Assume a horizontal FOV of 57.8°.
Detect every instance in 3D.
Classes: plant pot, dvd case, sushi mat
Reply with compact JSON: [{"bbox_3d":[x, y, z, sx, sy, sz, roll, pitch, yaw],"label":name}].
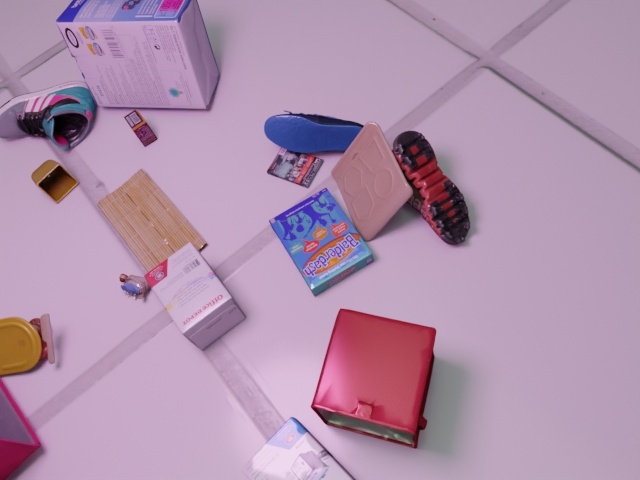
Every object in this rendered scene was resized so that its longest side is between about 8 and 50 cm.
[{"bbox_3d":[-0.710,-0.165,1.529,0.083,0.081,0.081,32,73,34],"label":"plant pot"},{"bbox_3d":[-0.064,-0.185,1.456,0.119,0.013,0.087,21,69,19],"label":"dvd case"},{"bbox_3d":[-0.424,-0.041,1.444,0.151,0.019,0.316,-39,64,-11],"label":"sushi mat"}]

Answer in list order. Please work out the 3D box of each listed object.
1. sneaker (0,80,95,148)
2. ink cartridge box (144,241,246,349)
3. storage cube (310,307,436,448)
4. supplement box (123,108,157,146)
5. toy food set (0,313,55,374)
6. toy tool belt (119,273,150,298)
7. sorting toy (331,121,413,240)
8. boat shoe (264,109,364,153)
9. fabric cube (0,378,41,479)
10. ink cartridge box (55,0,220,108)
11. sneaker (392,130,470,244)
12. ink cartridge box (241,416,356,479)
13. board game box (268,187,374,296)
[{"bbox_3d":[-0.756,-0.316,1.594,0.295,0.124,0.178,-24,52,-3],"label":"sneaker"},{"bbox_3d":[-0.271,0.124,1.271,0.128,0.127,0.176,-36,63,-9],"label":"ink cartridge box"},{"bbox_3d":[0.107,0.262,1.100,0.215,0.184,0.193,11,65,16],"label":"storage cube"},{"bbox_3d":[-0.480,-0.300,1.550,0.043,0.083,0.055,-36,63,-8],"label":"supplement box"},{"bbox_3d":[-0.683,0.231,1.331,0.218,0.071,0.128,-10,96,13],"label":"toy food set"},{"bbox_3d":[-0.442,0.108,1.355,0.083,0.052,0.051,10,57,16],"label":"toy tool belt"},{"bbox_3d":[0.116,-0.133,1.320,0.038,0.193,0.208,-3,57,-36],"label":"sorting toy"},{"bbox_3d":[-0.010,-0.263,1.446,0.258,0.109,0.089,11,25,-2],"label":"boat shoe"},{"bbox_3d":[-0.778,0.392,1.133,0.258,0.259,0.254,-44,63,-9],"label":"fabric cube"},{"bbox_3d":[-0.500,-0.502,1.543,0.395,0.270,0.151,2,51,11],"label":"ink cartridge box"},{"bbox_3d":[0.239,-0.109,1.317,0.097,0.135,0.276,-28,85,-18],"label":"sneaker"},{"bbox_3d":[-0.030,0.452,1.088,0.190,0.082,0.139,39,76,26],"label":"ink cartridge box"},{"bbox_3d":[0.000,0.000,1.330,0.160,0.047,0.210,-31,63,-6],"label":"board game box"}]
